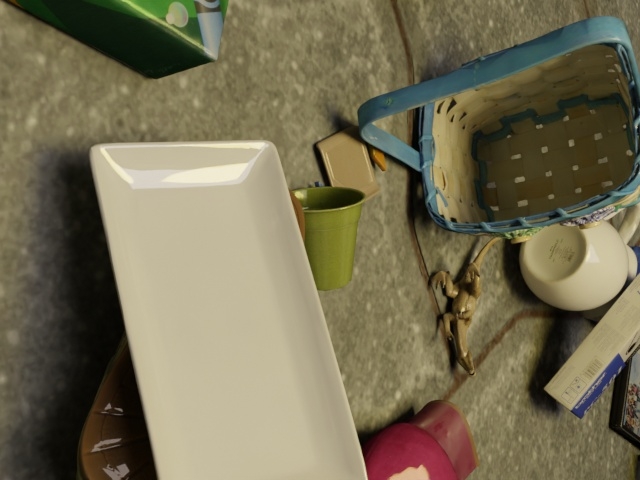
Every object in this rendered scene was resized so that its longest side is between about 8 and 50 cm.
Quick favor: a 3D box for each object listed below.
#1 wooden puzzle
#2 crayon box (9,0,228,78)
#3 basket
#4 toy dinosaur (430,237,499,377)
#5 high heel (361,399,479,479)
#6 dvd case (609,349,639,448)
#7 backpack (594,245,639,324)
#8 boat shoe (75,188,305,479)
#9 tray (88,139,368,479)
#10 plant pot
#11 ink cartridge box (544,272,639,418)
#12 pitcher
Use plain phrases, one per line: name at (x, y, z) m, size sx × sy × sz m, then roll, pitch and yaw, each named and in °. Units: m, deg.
wooden puzzle at (0.027, -0.070, 0.819) m, size 0.116 × 0.014 × 0.078 m, roll -23°, pitch 100°, yaw -47°
crayon box at (-0.189, -0.267, 0.540) m, size 0.323 × 0.083 × 0.203 m, roll 23°, pitch 70°, yaw -44°
basket at (0.209, -0.112, 0.846) m, size 0.289 × 0.255 × 0.201 m, roll 29°, pitch 53°, yaw -51°
toy dinosaur at (0.164, 0.058, 0.946) m, size 0.092 × 0.053 × 0.183 m, roll 47°, pitch 54°, yaw -56°
high heel at (0.123, 0.355, 0.808) m, size 0.181 × 0.127 × 0.377 m, roll -20°, pitch 89°, yaw -54°
dvd case at (0.536, 0.252, 1.355) m, size 0.253 × 0.022 × 0.180 m, roll 35°, pitch 62°, yaw -41°
backpack at (0.437, 0.066, 1.195) m, size 0.098 × 0.101 × 0.120 m, roll 48°, pitch 55°, yaw -58°
boat shoe at (-0.101, 0.064, 0.623) m, size 0.105 × 0.089 × 0.285 m, roll 36°, pitch 55°, yaw -11°
tray at (-0.066, 0.058, 0.570) m, size 0.145 × 0.030 × 0.270 m, roll -5°, pitch 70°, yaw -33°
plant pot at (0.000, 0.000, 0.742) m, size 0.083 × 0.083 × 0.079 m, roll -22°, pitch 116°, yaw -47°
ink cartridge box at (0.377, 0.132, 1.075) m, size 0.207 × 0.046 × 0.097 m, roll -51°, pitch 150°, yaw 2°
pitcher at (0.347, 0.009, 1.076) m, size 0.207 × 0.125 × 0.177 m, roll 20°, pitch 92°, yaw -51°
